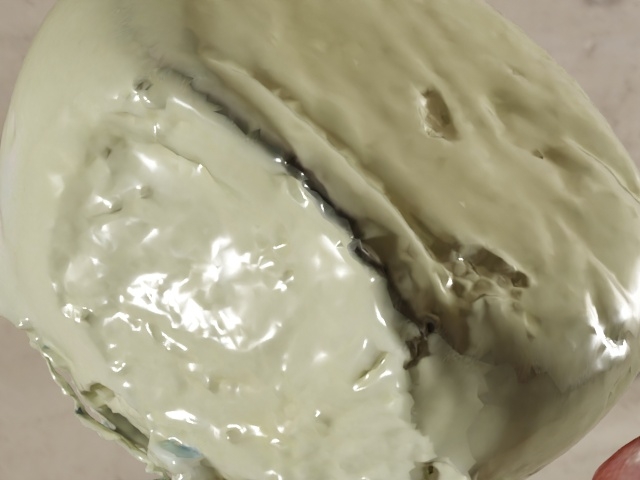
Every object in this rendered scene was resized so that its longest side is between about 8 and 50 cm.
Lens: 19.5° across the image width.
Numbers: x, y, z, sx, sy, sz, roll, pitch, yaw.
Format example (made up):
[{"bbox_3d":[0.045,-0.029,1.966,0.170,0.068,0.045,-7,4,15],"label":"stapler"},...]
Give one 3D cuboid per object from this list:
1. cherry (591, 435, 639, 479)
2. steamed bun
[{"bbox_3d":[0.143,0.120,0.646,0.087,0.106,0.126,-56,-37,-41],"label":"cherry"},{"bbox_3d":[0.000,0.000,0.961,0.312,0.334,0.233,-21,-23,-53],"label":"steamed bun"}]
